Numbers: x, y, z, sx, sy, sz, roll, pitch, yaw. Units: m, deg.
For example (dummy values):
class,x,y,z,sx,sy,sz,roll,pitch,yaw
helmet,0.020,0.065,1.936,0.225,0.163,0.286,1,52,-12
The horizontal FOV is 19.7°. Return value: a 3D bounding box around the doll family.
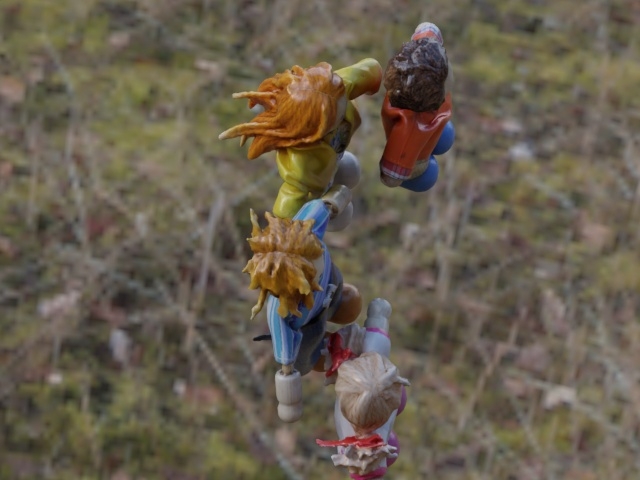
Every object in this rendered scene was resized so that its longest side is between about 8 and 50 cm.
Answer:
class,x,y,z,sx,sy,sz,roll,pitch,yaw
doll family,0.000,0.000,0.967,0.118,0.263,0.163,7,-16,6
